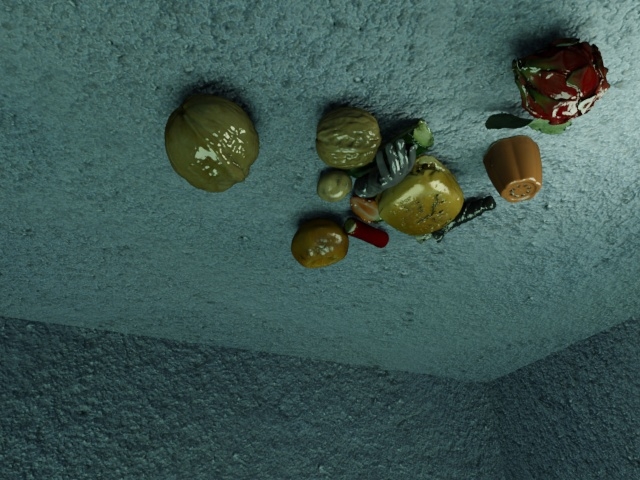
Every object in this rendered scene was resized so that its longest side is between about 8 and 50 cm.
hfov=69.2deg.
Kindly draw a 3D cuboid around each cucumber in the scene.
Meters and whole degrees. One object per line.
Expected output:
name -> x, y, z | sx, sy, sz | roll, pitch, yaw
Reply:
cucumber -> 0.223, -0.277, 1.576 | 0.325, 0.145, 0.105 | -25, 108, 38

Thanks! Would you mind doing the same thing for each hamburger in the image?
hamburger -> 0.358, -0.151, 1.696 | 0.304, 0.174, 0.284 | 28, 129, -33

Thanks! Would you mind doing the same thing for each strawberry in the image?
strawberry -> 0.188, -0.136, 1.838 | 0.187, 0.082, 0.146 | 30, 139, -26

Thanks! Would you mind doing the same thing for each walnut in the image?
walnut -> -0.334, -0.297, 1.451 | 0.251, 0.277, 0.313 | 17, 164, 36
walnut -> 0.090, -0.322, 1.468 | 0.213, 0.214, 0.213 | 1, 146, 1

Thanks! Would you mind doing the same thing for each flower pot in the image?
flower pot -> 0.672, -0.235, 1.592 | 0.190, 0.173, 0.191 | -1, 146, -1

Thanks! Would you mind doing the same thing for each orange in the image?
orange -> 0.000, 0.000, 1.960 | 0.248, 0.184, 0.249 | -13, 158, -5

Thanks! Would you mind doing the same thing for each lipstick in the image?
lipstick -> 0.195, -0.031, 1.957 | 0.080, 0.080, 0.241 | -27, 149, 35

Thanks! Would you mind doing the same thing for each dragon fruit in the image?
dragon fruit -> 0.626, -0.433, 1.267 | 0.292, 0.234, 0.234 | 11, 146, -5

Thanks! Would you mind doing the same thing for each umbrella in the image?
umbrella -> 0.543, -0.078, 1.884 | 0.357, 0.113, 0.106 | -25, 116, 34

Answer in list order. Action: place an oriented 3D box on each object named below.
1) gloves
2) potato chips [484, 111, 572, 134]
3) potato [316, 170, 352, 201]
gloves -> 0.209, -0.223, 1.460 | 0.119, 0.142, 0.285 | 38, 148, -1
potato chips -> 0.632, -0.360, 1.426 | 0.228, 0.167, 0.059 | 2, 106, -9
potato -> 0.048, -0.203, 1.722 | 0.146, 0.112, 0.112 | -21, 141, 24
